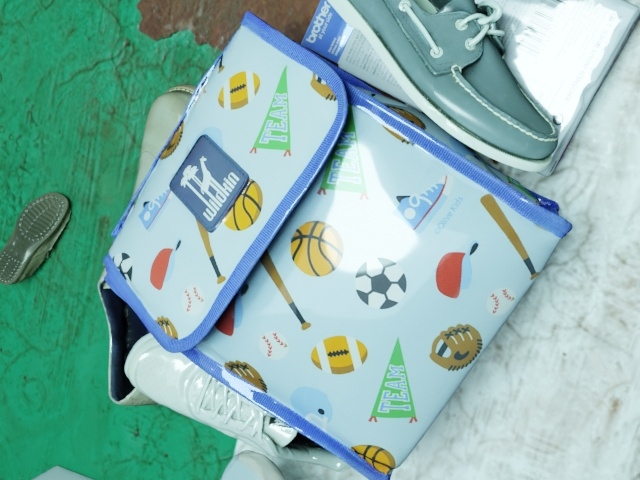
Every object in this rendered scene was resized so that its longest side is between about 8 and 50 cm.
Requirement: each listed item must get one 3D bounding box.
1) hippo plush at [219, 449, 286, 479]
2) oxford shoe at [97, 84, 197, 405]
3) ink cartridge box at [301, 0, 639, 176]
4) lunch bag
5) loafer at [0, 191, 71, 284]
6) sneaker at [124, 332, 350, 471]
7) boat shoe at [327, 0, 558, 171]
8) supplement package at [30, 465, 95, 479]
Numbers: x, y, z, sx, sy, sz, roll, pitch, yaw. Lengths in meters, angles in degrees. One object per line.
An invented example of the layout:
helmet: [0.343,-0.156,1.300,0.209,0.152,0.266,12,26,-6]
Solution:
hippo plush: [-0.059,0.408,0.912,0.294,0.236,0.234,-41,48,6]
oxford shoe: [-0.186,0.011,0.969,0.140,0.146,0.397,4,97,34]
ink cartridge box: [0.151,-0.222,0.861,0.311,0.065,0.186,30,106,14]
lunch bag: [0.000,0.000,0.826,0.385,0.239,0.328,35,102,5]
loafer: [-0.396,-0.004,1.115,0.056,0.050,0.148,40,93,10]
sneaker: [-0.080,0.181,0.913,0.292,0.118,0.110,21,99,-10]
boat shoe: [0.120,-0.200,0.776,0.319,0.116,0.099,49,127,14]
supplement package: [-0.372,0.428,1.125,0.105,0.105,0.179,14,102,20]
